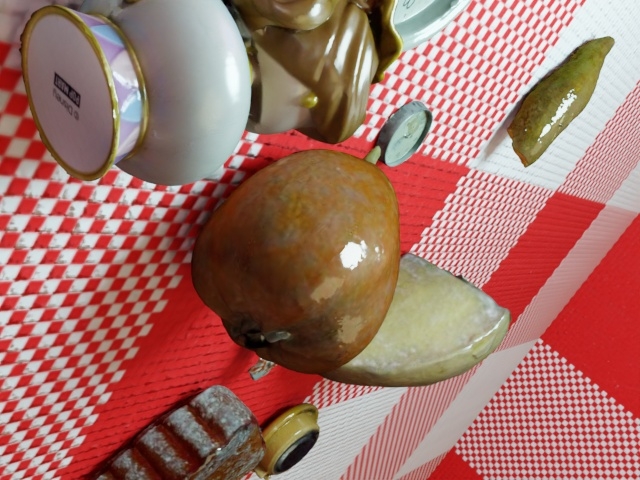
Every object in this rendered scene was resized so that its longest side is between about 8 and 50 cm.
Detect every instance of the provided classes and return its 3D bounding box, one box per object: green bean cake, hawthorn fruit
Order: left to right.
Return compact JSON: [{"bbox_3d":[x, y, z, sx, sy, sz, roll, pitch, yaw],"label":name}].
[{"bbox_3d":[-0.177,0.293,0.993,0.233,0.097,0.198,-40,153,-18],"label":"green bean cake"},{"bbox_3d":[0.000,0.000,0.774,0.251,0.199,0.199,-53,159,-25],"label":"hawthorn fruit"}]

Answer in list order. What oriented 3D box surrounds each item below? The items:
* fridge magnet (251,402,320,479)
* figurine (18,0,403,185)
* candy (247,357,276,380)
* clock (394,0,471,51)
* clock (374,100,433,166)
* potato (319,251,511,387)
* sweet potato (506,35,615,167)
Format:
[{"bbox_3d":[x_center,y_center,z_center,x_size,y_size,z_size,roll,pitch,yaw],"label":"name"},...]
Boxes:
[{"bbox_3d":[-0.055,0.316,1.270,0.143,0.063,0.143,-34,150,-22],"label":"fridge magnet"},{"bbox_3d":[-0.053,-0.122,0.538,0.263,0.142,0.189,-24,149,-40],"label":"figurine"},{"bbox_3d":[0.000,0.058,0.989,0.292,0.059,0.086,-53,152,8],"label":"candy"},{"bbox_3d":[0.093,-0.266,0.675,0.236,0.053,0.236,-37,155,-20],"label":"clock"},{"bbox_3d":[0.097,-0.123,0.935,0.085,0.017,0.085,-37,154,-22],"label":"clock"},{"bbox_3d":[0.121,0.174,1.199,0.264,0.189,0.211,-36,153,-25],"label":"potato"},{"bbox_3d":[0.348,-0.215,1.160,0.243,0.077,0.077,-52,156,-7],"label":"sweet potato"}]
